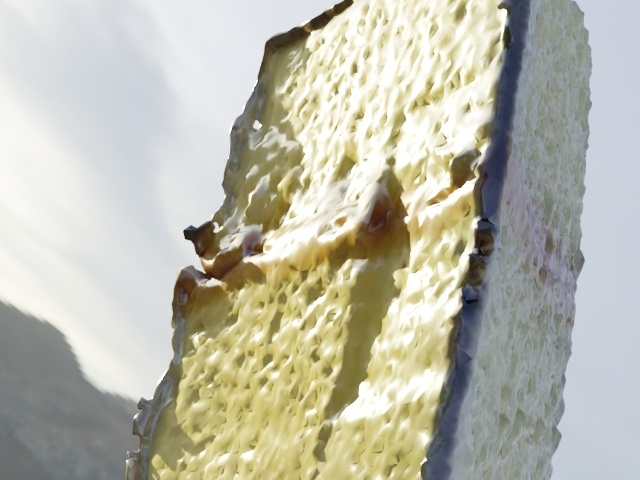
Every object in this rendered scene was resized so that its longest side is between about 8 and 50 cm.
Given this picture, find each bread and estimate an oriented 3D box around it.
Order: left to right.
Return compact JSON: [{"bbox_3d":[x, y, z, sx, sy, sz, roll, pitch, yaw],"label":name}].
[{"bbox_3d":[0.000,0.000,0.523,0.178,0.240,0.135,2,-23,24],"label":"bread"}]
